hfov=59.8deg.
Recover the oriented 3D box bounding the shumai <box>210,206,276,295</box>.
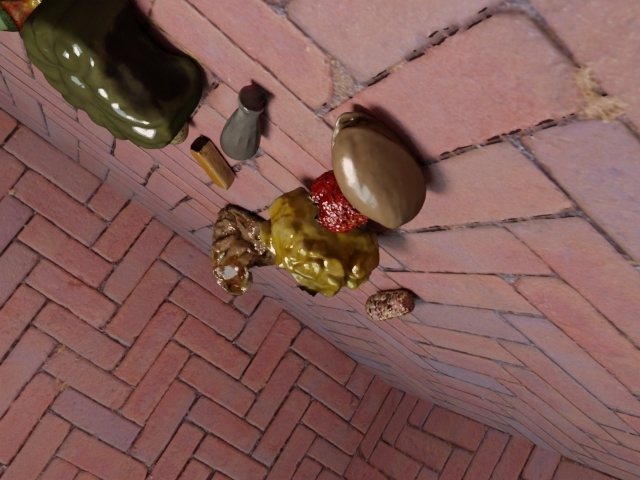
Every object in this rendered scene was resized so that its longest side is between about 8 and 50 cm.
[{"bbox_3d":[-0.291,0.045,1.942,0.313,0.263,0.267,25,163,33],"label":"shumai"}]

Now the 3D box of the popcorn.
[{"bbox_3d":[0.000,0.000,1.304,0.286,0.215,0.252,36,-163,-4],"label":"popcorn"}]

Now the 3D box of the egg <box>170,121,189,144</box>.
[{"bbox_3d":[-0.381,-0.291,1.395,0.110,0.085,0.085,46,161,-31],"label":"egg"}]

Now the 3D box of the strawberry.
[{"bbox_3d":[0.052,-0.088,1.127,0.131,0.148,0.131,52,-161,-26],"label":"strawberry"}]

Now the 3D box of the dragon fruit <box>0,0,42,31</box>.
[{"bbox_3d":[-0.709,-0.555,1.183,0.295,0.130,0.268,32,160,7],"label":"dragon fruit"}]

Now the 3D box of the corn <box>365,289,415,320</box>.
[{"bbox_3d":[0.217,0.198,1.720,0.092,0.092,0.280,35,161,-8],"label":"corn"}]

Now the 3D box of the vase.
[{"bbox_3d":[-0.150,-0.237,1.116,0.086,0.086,0.214,34,160,-5],"label":"vase"}]

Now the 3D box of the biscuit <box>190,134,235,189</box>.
[{"bbox_3d":[-0.292,-0.211,1.526,0.052,0.056,0.188,24,161,25],"label":"biscuit"}]

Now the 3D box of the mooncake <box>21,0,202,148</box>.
[{"bbox_3d":[-0.423,-0.345,1.133,0.351,0.188,0.351,30,167,8],"label":"mooncake"}]

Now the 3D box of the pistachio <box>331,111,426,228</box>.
[{"bbox_3d":[0.094,-0.114,0.932,0.135,0.136,0.226,13,148,52],"label":"pistachio"}]
